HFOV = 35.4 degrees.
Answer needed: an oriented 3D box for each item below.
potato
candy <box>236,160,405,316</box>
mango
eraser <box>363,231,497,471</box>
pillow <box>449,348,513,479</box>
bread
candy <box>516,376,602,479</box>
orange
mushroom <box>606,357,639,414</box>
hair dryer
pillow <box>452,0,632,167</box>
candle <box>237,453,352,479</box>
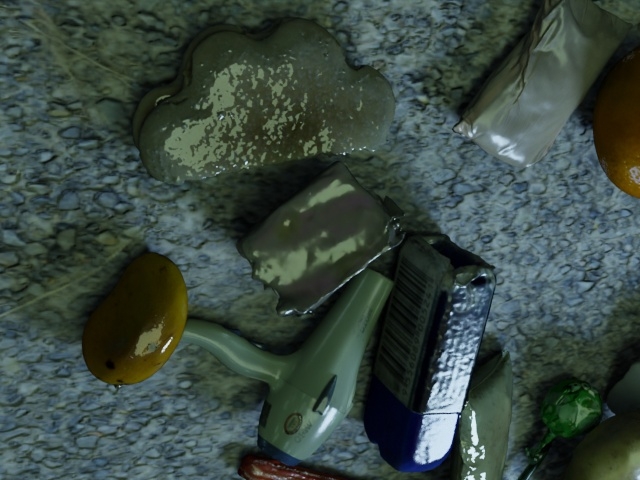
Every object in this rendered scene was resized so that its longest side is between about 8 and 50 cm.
[{"bbox_3d":[0.481,0.389,1.647,0.191,0.141,0.296,-19,151,-29],"label":"potato"},{"bbox_3d":[0.000,0.000,1.280,0.195,0.185,0.137,-39,90,-2],"label":"candy"},{"bbox_3d":[-0.232,0.106,1.285,0.115,0.090,0.178,36,89,12],"label":"mango"},{"bbox_3d":[0.153,0.161,1.440,0.101,0.155,0.332,1,110,-25],"label":"eraser"},{"bbox_3d":[0.245,0.330,1.565,0.185,0.075,0.302,-32,129,-54],"label":"pillow"},{"bbox_3d":[-0.067,-0.178,1.240,0.337,0.102,0.183,-12,115,-19],"label":"bread"},{"bbox_3d":[0.353,0.366,1.663,0.097,0.097,0.323,22,108,-29],"label":"candy"},{"bbox_3d":[0.493,-0.174,1.441,0.240,0.171,0.240,-11,113,-27],"label":"orange"},{"bbox_3d":[0.648,0.198,1.695,0.328,0.159,0.122,-25,96,-19],"label":"mushroom"},{"bbox_3d":[-0.030,0.124,1.394,0.296,0.119,0.298,-41,108,-10],"label":"hair dryer"},{"bbox_3d":[0.311,-0.231,1.401,0.173,0.067,0.270,29,98,-35],"label":"pillow"},{"bbox_3d":[0.018,0.383,1.537,0.329,0.048,0.051,21,88,-28],"label":"candle"}]
